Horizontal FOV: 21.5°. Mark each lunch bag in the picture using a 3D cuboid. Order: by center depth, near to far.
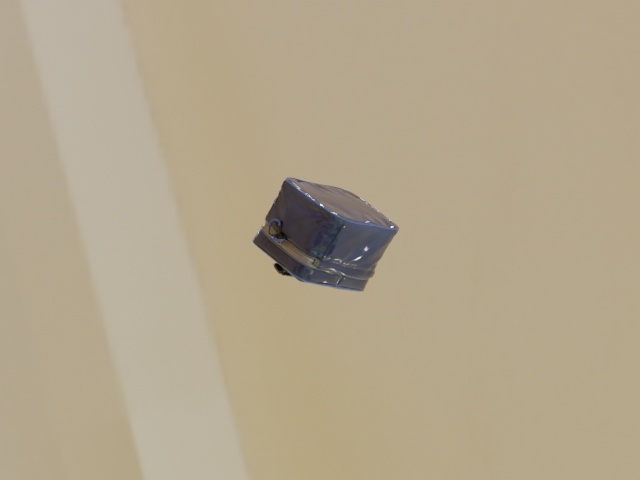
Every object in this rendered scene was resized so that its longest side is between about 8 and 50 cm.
[{"bbox_3d":[0.000,0.000,1.222,0.067,0.098,0.065,39,-72,38],"label":"lunch bag"}]
